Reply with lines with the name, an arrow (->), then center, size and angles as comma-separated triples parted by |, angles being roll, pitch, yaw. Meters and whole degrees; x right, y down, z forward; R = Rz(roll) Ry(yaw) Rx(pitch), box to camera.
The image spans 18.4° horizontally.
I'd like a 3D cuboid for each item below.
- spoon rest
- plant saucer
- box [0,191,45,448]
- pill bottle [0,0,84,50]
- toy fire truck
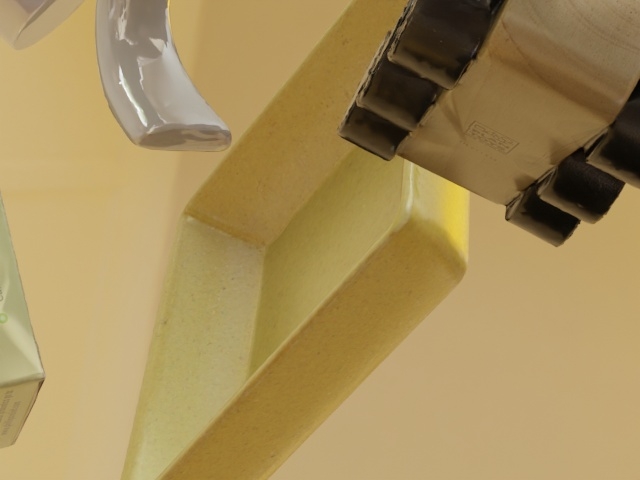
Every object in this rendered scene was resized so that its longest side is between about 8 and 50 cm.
spoon rest -> -0.019, -0.169, 0.781 | 0.137, 0.084, 0.276 | 1, -54, -50
plant saucer -> 0.000, 0.000, 1.292 | 0.333, 0.081, 0.333 | -47, 22, 35
box -> -0.270, 0.002, 0.888 | 0.117, 0.243, 0.213 | 127, 130, -63
pill bottle -> -0.212, -0.205, 1.126 | 0.108, 0.193, 0.108 | -43, -1, -1
toy fire truck -> 0.138, -0.132, 0.852 | 0.246, 0.158, 0.217 | -64, 2, -12
